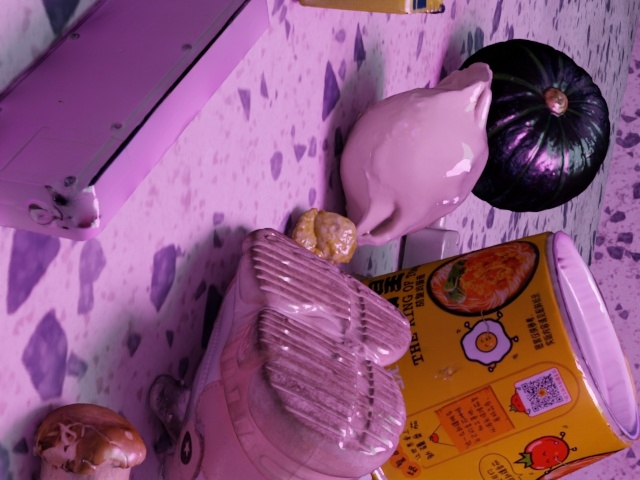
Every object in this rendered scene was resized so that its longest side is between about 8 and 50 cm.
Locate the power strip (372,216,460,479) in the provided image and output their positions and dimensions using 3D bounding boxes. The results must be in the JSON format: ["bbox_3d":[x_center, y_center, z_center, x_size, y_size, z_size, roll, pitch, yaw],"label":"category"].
[{"bbox_3d":[0.131,0.152,1.597,0.091,0.062,0.385,-4,102,-69],"label":"power strip"}]

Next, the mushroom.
[{"bbox_3d":[-0.174,0.217,0.805,0.071,0.084,0.209,19,82,-48],"label":"mushroom"}]

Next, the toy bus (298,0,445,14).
[{"bbox_3d":[0.057,-0.348,1.124,0.150,0.128,0.262,-31,127,-64],"label":"toy bus"}]

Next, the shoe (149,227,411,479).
[{"bbox_3d":[-0.046,0.127,1.007,0.198,0.172,0.351,-54,-173,18],"label":"shoe"}]

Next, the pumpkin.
[{"bbox_3d":[0.272,-0.148,1.675,0.248,0.248,0.248,8,90,-69],"label":"pumpkin"}]

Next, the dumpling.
[{"bbox_3d":[0.096,-0.090,1.315,0.258,0.147,0.193,-55,-169,-6],"label":"dumpling"}]

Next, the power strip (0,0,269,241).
[{"bbox_3d":[-0.130,-0.098,0.753,0.279,0.109,0.037,-59,151,-45],"label":"power strip"}]

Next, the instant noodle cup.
[{"bbox_3d":[0.193,0.146,1.324,0.325,0.254,0.326,51,26,-38],"label":"instant noodle cup"}]

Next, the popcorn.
[{"bbox_3d":[0.001,-0.003,1.207,0.083,0.068,0.059,3,61,-44],"label":"popcorn"}]
